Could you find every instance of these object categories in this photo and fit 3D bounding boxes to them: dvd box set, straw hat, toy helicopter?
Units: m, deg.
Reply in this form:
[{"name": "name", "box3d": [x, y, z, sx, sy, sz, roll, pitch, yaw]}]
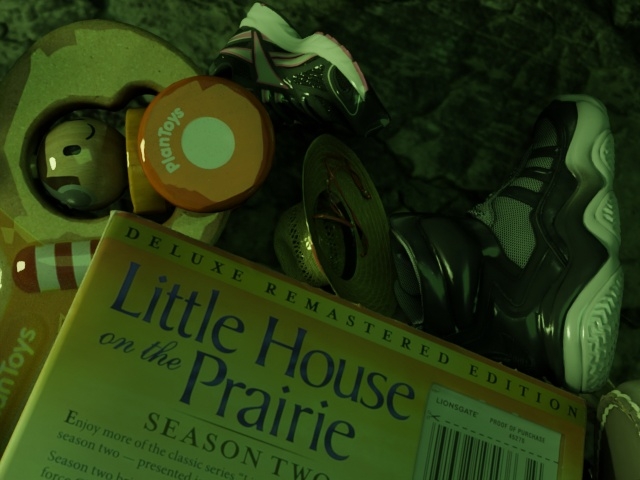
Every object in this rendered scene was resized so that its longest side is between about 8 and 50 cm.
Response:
[{"name": "dvd box set", "box3d": [-0.033, 0.222, 0.366, 0.307, 0.062, 0.420, 22, 59, -12]}, {"name": "straw hat", "box3d": [0.000, 0.000, 0.580, 0.061, 0.144, 0.144, -19, 77, 26]}, {"name": "toy helicopter", "box3d": [-0.193, 0.021, 0.519, 0.235, 0.140, 0.355, 24, 86, -9]}]

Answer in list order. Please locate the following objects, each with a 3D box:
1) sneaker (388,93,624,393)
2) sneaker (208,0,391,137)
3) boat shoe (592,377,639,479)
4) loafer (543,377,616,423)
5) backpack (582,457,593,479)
[{"name": "sneaker", "box3d": [0.128, -0.017, 0.569, 0.153, 0.101, 0.269, 2, 45, 13]}, {"name": "sneaker", "box3d": [-0.021, -0.109, 0.583, 0.077, 0.072, 0.178, -46, 42, -3]}, {"name": "boat shoe", "box3d": [0.197, 0.233, 0.484, 0.096, 0.116, 0.324, -11, 107, -3]}, {"name": "loafer", "box3d": [0.183, 0.081, 0.593, 0.050, 0.056, 0.148, -43, 85, -9]}, {"name": "backpack", "box3d": [0.116, 0.182, 0.542, 0.105, 0.084, 0.114, 36, 67, -1]}]
